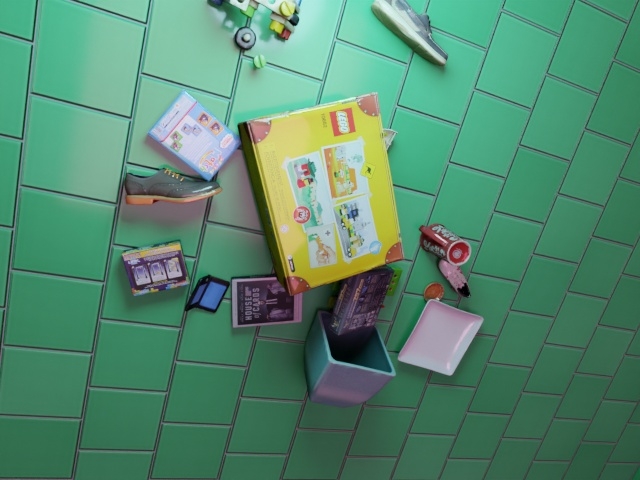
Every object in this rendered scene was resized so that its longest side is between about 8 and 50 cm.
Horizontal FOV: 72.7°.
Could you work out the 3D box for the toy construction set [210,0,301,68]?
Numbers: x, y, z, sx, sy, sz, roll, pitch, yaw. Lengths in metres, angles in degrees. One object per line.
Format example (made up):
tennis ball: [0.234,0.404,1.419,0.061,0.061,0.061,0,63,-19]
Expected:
toy construction set: [-0.121,-0.641,1.090,0.309,0.237,0.257,-43,114,1]

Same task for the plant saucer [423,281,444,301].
plant saucer: [0.428,0.197,1.648,0.084,0.013,0.083,-5,110,-14]

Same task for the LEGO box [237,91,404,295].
LEGO box: [0.007,-0.140,1.280,0.373,0.193,0.499,-16,106,-15]

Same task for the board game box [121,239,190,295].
board game box: [-0.500,0.083,1.331,0.171,0.048,0.140,-11,109,-11]

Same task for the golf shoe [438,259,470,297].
golf shoe: [0.504,0.135,1.610,0.068,0.086,0.186,-39,112,1]

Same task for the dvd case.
dvd case: [-0.179,0.202,1.471,0.239,0.029,0.179,-3,108,-15]

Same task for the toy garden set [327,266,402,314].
toy garden set: [0.146,0.171,1.542,0.245,0.049,0.203,9,110,-23]

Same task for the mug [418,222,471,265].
mug: [0.418,0.016,1.499,0.151,0.169,0.113,4,107,-17]

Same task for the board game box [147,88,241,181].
board game box: [-0.355,-0.298,1.247,0.212,0.039,0.160,40,94,-23]

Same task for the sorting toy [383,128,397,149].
sorting toy: [0.192,-0.325,1.393,0.075,0.045,0.083,26,100,-14]

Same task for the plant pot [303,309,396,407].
plant pot: [0.067,0.437,1.514,0.247,0.247,0.252,17,117,-20]

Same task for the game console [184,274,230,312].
game console: [-0.361,0.179,1.391,0.071,0.107,0.122,28,99,7]

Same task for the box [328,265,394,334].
box: [0.137,0.194,1.453,0.184,0.059,0.232,-2,116,-43]

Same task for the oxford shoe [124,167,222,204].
oxford shoe: [-0.420,-0.159,1.240,0.272,0.097,0.098,-5,104,-9]

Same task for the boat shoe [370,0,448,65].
boat shoe: [0.281,-0.631,1.282,0.285,0.103,0.092,33,102,-17]

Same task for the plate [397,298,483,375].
plate: [0.464,0.376,1.701,0.278,0.045,0.277,21,102,-21]
